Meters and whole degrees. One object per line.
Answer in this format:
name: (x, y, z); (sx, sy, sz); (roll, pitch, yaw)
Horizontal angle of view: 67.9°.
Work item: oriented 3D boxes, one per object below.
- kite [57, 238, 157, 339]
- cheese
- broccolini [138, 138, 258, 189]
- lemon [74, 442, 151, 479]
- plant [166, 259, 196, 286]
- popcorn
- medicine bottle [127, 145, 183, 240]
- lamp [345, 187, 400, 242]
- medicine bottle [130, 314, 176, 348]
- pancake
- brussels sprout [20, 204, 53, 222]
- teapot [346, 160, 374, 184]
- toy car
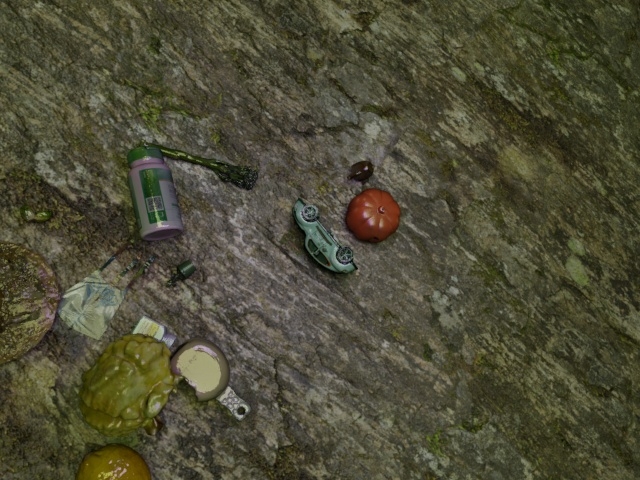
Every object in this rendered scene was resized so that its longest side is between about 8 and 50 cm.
kite: (-0.641, 0.128, 1.418); (0.169, 0.015, 0.310); (34, 70, -4)
cheese: (-0.319, 0.417, 1.397); (0.163, 0.082, 0.286); (-43, 91, -19)
broccolini: (-0.395, -0.253, 1.550); (0.392, 0.074, 0.079); (14, 66, -13)
lemon: (-0.535, 0.628, 1.236); (0.193, 0.180, 0.181); (22, 71, -8)
plant: (-0.434, 0.105, 1.462); (0.102, 0.051, 0.051); (-40, 89, -15)
popcorn: (-0.503, 0.386, 1.259); (0.257, 0.224, 0.270); (-17, 81, 13)
medicine bottle: (-0.514, -0.146, 1.461); (0.133, 0.133, 0.274); (-13, 80, -18)
lamp: (0.183, -0.086, 1.620); (0.187, 0.164, 0.188); (4, 77, -17)
medicine bottle: (-0.489, 0.279, 1.399); (0.118, 0.055, 0.074); (31, 69, -6)
pancake: (-0.902, 0.170, 1.311); (0.356, 0.065, 0.356); (3, 75, -13)
brussels sprout: (-0.838, -0.075, 1.399); (0.083, 0.046, 0.051); (12, 80, -13)
teapot: (0.141, -0.233, 1.686); (0.110, 0.080, 0.085); (-38, 105, -47)
toy car: (0.000, 0.000, 1.569); (0.125, 0.136, 0.306); (-42, 88, 1)
